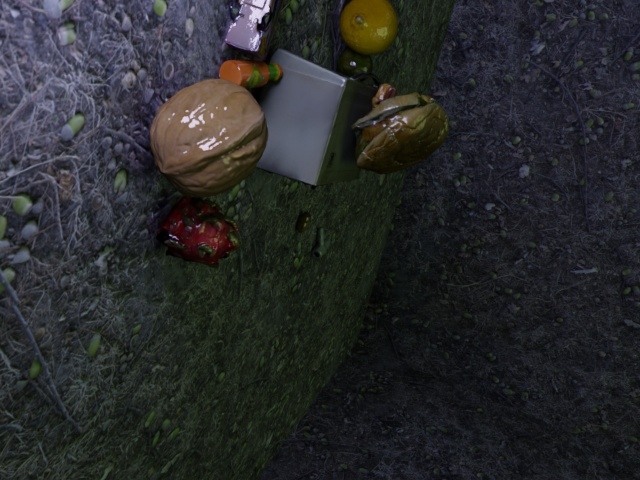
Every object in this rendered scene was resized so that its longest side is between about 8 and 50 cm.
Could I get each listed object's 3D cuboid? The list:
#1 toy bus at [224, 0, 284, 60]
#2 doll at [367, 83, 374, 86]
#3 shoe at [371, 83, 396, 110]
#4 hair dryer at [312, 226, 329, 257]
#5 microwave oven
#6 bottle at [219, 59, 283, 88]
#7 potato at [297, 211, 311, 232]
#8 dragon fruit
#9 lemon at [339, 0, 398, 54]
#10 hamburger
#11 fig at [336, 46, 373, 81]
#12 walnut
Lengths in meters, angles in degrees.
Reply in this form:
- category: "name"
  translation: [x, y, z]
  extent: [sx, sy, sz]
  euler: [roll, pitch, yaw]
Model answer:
- category: "toy bus"
  translation: [-0.127, -0.548, 1.361]
  extent: [0.112, 0.090, 0.274]
  euler: [1, 108, -80]
- category: "doll"
  translation: [0.186, -0.488, 2.365]
  extent: [0.228, 0.154, 0.258]
  euler: [-32, 148, -7]
- category: "shoe"
  translation: [0.176, -0.385, 1.708]
  extent: [0.109, 0.072, 0.069]
  euler: [-63, -157, 2]
- category: "hair dryer"
  translation: [0.000, 0.000, 2.551]
  extent: [0.082, 0.047, 0.137]
  euler: [-53, 152, -43]
- category: "microwave oven"
  translation: [-0.013, -0.338, 1.712]
  extent: [0.394, 0.247, 0.333]
  euler: [-21, 131, -69]
- category: "bottle"
  translation: [-0.155, -0.396, 1.443]
  extent: [0.187, 0.069, 0.069]
  euler: [-29, 138, -53]
- category: "potato"
  translation: [-0.062, -0.067, 2.262]
  extent: [0.051, 0.040, 0.083]
  euler: [10, 107, -51]
- category: "dragon fruit"
  translation: [-0.272, -0.011, 1.393]
  extent: [0.166, 0.172, 0.160]
  euler: [-48, -159, 29]
- category: "lemon"
  translation: [0.152, -0.684, 1.939]
  extent: [0.244, 0.187, 0.186]
  euler: [-38, 145, -58]
- category: "hamburger"
  translation: [0.215, -0.280, 1.660]
  extent: [0.285, 0.265, 0.134]
  euler: [-6, 72, -55]
- category: "fig"
  translation: [0.122, -0.612, 2.058]
  extent: [0.123, 0.123, 0.156]
  euler: [72, 32, -66]
- category: "walnut"
  translation: [-0.227, -0.208, 1.243]
  extent: [0.261, 0.225, 0.225]
  euler: [-43, 152, -33]
